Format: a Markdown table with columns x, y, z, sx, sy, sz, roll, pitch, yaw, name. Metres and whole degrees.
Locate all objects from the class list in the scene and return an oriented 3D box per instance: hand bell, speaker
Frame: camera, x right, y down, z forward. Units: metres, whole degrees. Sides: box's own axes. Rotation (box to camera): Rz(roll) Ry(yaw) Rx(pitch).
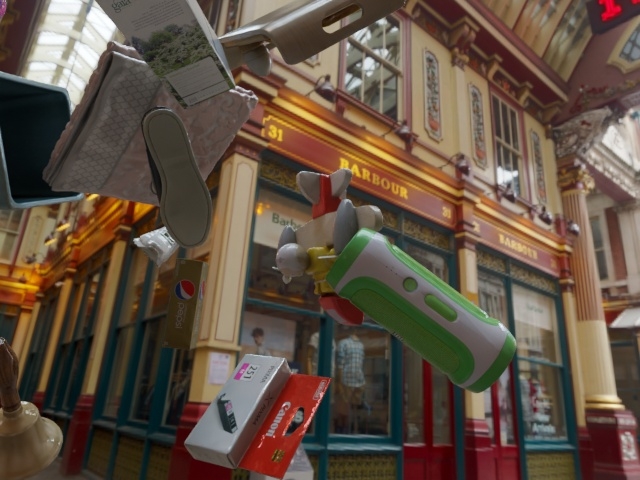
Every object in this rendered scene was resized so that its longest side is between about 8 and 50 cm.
| x | y | z | sx | sy | sz | roll | pitch | yaw | name |
| --- | --- | --- | --- | --- | --- | --- | --- | --- | --- |
| -0.486 | 0.250 | 0.740 | 0.126 | 0.126 | 0.242 | 8 | -61 | -9 | hand bell |
| 0.156 | 0.108 | 0.756 | 0.296 | 0.131 | 0.131 | 37 | -19 | 6 | speaker |

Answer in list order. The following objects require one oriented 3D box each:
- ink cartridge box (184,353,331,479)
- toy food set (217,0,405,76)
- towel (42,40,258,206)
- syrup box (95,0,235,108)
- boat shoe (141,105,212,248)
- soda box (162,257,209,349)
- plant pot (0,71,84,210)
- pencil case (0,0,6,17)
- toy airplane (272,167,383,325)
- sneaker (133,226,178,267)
| x | y | z | sx | sy | sz | roll | pitch | yaw | name |
| --- | --- | --- | --- | --- | --- | --- | --- | --- | --- |
| -0.136 | 0.386 | 1.076 | 0.238 | 0.275 | 0.060 | -3 | -58 | 30 | ink cartridge box |
| -0.033 | -0.343 | 0.783 | 0.306 | 0.219 | 0.092 | 30 | -30 | 56 | toy food set |
| -0.325 | -0.197 | 0.928 | 0.316 | 0.053 | 0.332 | 4 | -43 | -50 | towel |
| -0.208 | -0.295 | 0.644 | 0.093 | 0.096 | 0.237 | -22 | -20 | 4 | syrup box |
| -0.259 | -0.110 | 0.839 | 0.095 | 0.255 | 0.079 | -21 | 28 | -14 | boat shoe |
| -0.277 | 0.131 | 0.971 | 0.058 | 0.182 | 0.061 | 7 | -7 | -1 | soda box |
| -0.679 | -0.189 | 0.947 | 0.252 | 0.247 | 0.248 | -3 | 10 | 3 | plant pot |
| -0.658 | -0.497 | 0.874 | 0.104 | 0.105 | 0.236 | 14 | -8 | -25 | pencil case |
| 0.000 | 0.000 | 1.240 | 0.272 | 0.384 | 0.386 | -18 | -44 | -30 | toy airplane |
| -0.387 | 0.001 | 1.154 | 0.090 | 0.094 | 0.235 | 55 | -7 | -13 | sneaker |
